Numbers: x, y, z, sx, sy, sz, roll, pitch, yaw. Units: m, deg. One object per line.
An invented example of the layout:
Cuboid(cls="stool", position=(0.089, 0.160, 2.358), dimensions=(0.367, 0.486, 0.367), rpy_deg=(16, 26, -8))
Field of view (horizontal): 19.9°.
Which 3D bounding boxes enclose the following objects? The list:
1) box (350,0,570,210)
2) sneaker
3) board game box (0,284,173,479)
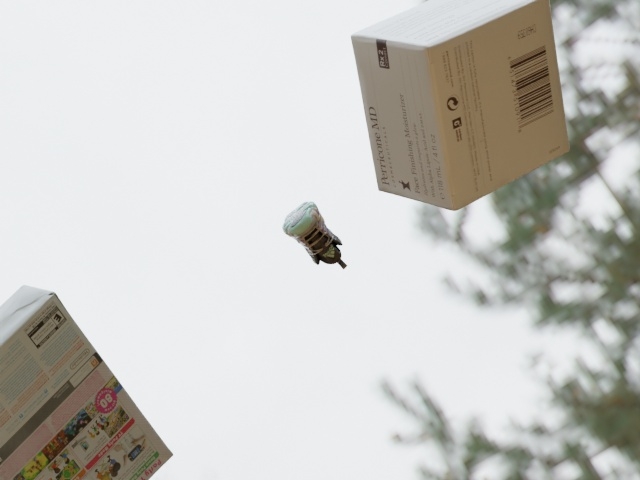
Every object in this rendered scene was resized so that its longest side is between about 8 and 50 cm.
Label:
Cuboid(cls="box", position=(0.147, -0.152, 1.878), dimensions=(0.182, 0.119, 0.181), rpy_deg=(-27, -63, -33))
Cuboid(cls="sneaker", position=(0.000, 0.000, 1.636), dimensions=(0.038, 0.069, 0.098), rpy_deg=(-39, 5, 6))
Cuboid(cls="board game box", position=(-0.363, 0.245, 2.385), dimensions=(0.224, 0.097, 0.303), rpy_deg=(-45, -60, -25))
